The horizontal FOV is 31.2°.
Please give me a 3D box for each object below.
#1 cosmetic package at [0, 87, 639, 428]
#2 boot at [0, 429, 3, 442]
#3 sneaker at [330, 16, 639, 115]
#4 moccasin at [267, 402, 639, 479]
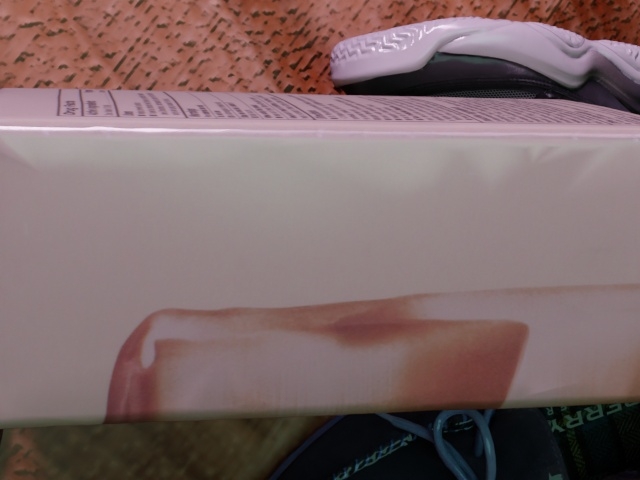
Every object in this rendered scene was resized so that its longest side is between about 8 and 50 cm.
[{"bbox_3d":[0.000,0.000,0.533,0.296,0.153,0.129,0,103,-11],"label":"cosmetic package"},{"bbox_3d":[-0.199,0.055,0.579,0.106,0.037,0.114,20,89,-25],"label":"boot"},{"bbox_3d":[0.128,-0.040,0.675,0.268,0.101,0.153,5,88,-26],"label":"sneaker"},{"bbox_3d":[0.110,0.125,0.668,0.342,0.117,0.138,-27,102,-20],"label":"moccasin"}]
